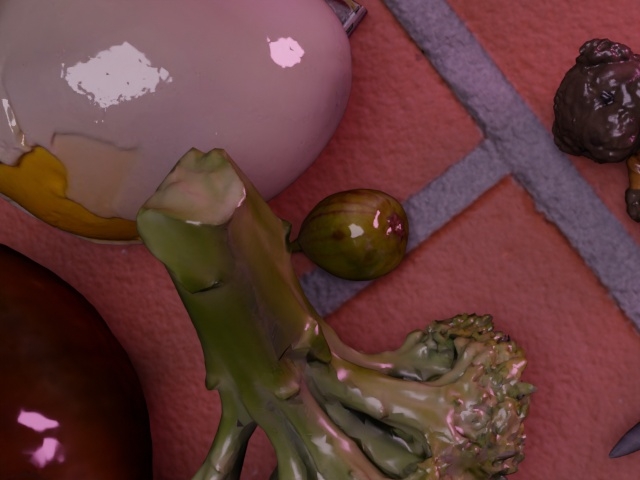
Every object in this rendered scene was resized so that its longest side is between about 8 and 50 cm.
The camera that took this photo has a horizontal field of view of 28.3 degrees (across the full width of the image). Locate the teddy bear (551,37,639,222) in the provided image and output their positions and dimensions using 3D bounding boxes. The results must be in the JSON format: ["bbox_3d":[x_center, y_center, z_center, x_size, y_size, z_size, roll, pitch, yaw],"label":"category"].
[{"bbox_3d":[0.297,-0.100,1.114,0.190,0.177,0.140,24,45,13],"label":"teddy bear"}]

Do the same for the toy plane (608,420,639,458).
[{"bbox_3d":[0.366,0.113,1.102,0.267,0.088,0.212,-38,77,15],"label":"toy plane"}]

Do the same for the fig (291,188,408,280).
[{"bbox_3d":[-0.001,-0.002,1.189,0.166,0.093,0.093,-5,84,13],"label":"fig"}]

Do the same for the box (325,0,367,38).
[{"bbox_3d":[-0.049,-0.264,1.249,0.207,0.041,0.050,37,96,14],"label":"box"}]

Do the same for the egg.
[{"bbox_3d":[-0.143,-0.139,1.139,0.345,0.283,0.283,-4,84,2],"label":"egg"}]

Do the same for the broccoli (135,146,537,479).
[{"bbox_3d":[0.018,0.112,1.051,0.275,0.353,0.397,5,102,44],"label":"broccoli"}]

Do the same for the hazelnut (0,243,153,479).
[{"bbox_3d":[-0.340,0.186,1.120,0.402,0.402,0.429,-25,74,9],"label":"hazelnut"}]
